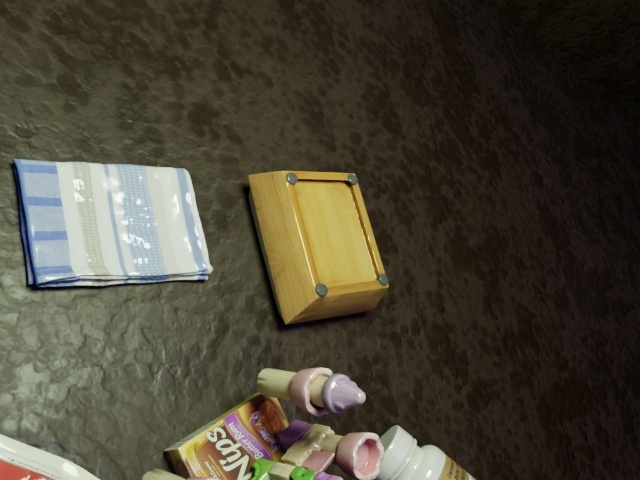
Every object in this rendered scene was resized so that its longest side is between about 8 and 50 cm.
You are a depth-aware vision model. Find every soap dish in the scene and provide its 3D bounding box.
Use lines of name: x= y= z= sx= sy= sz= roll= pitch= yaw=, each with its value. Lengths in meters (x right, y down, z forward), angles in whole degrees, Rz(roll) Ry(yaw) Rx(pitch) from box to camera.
soap dish: x=0.000 y=0.000 z=1.116 sx=0.229 sy=0.118 sz=0.290 roll=-3 pitch=72 yaw=-42

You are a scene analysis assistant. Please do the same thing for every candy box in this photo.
candy box: x=-0.128 y=0.317 z=0.891 sx=0.187 sy=0.053 sz=0.109 roll=-24 pitch=86 yaw=-43

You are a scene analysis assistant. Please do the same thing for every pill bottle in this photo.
pill bottle: x=0.193 y=0.437 z=1.026 sx=0.229 sy=0.131 sz=0.131 roll=39 pitch=46 yaw=4

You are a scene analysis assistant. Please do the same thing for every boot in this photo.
boot: x=-0.368 y=0.322 z=0.662 sx=0.244 sy=0.088 sz=0.176 roll=29 pitch=52 yaw=-16

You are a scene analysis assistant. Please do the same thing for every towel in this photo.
towel: x=-0.315 y=-0.030 z=0.922 sx=0.285 sy=0.034 sz=0.209 roll=-1 pitch=69 yaw=-41

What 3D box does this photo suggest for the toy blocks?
toy blocks: x=-0.009 y=0.361 z=0.767 sx=0.289 sy=0.260 sz=0.308 roll=-37 pitch=114 yaw=-42
